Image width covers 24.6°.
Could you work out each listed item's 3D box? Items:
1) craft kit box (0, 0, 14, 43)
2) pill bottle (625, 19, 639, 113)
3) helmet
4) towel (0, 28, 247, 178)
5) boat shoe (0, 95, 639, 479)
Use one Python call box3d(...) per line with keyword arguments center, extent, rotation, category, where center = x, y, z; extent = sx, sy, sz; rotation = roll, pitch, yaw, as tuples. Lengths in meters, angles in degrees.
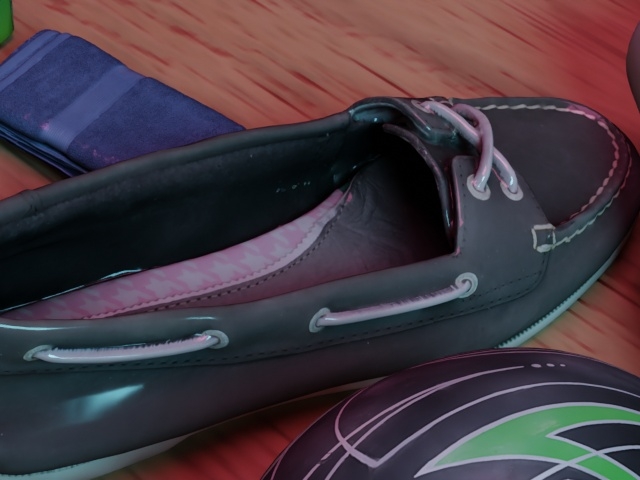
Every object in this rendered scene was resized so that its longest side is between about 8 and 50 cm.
box3d(center=(-0.312, -0.091, 0.659), extent=(0.246, 0.061, 0.250), rotation=(27, 51, 14), category="craft kit box")
box3d(center=(0.200, -0.004, 0.577), extent=(0.131, 0.131, 0.229), rotation=(-4, 50, -9), category="pill bottle")
box3d(center=(0.055, 0.112, 0.441), extent=(0.161, 0.169, 0.169), rotation=(45, 57, 10), category="helmet")
box3d(center=(-0.095, -0.051, 0.660), extent=(0.119, 0.029, 0.067), rotation=(28, 52, 20), category="towel")
box3d(center=(0.000, 0.000, 0.578), extent=(0.335, 0.095, 0.112), rotation=(-20, 53, -22), category="boat shoe")
